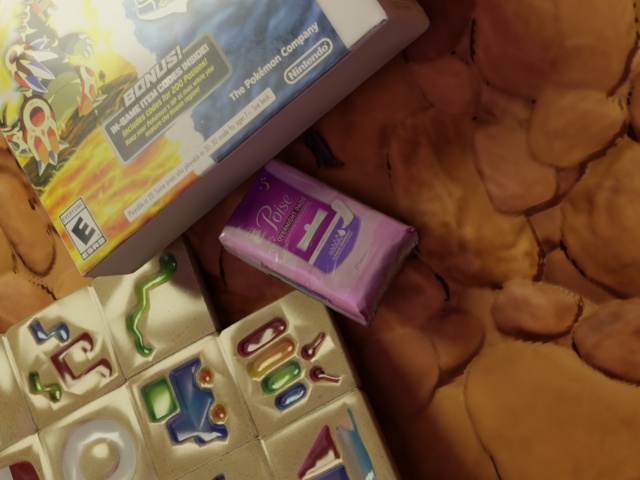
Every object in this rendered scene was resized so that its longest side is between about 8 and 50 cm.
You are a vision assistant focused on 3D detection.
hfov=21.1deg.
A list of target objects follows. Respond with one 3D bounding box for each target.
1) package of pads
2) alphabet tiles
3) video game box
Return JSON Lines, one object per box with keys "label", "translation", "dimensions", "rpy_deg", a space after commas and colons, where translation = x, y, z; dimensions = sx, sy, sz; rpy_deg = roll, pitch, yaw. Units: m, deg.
{"label": "package of pads", "translation": [0.000, 0.000, 0.802], "dimensions": [0.083, 0.032, 0.050], "rpy_deg": [28, 78, 18]}
{"label": "alphabet tiles", "translation": [-0.112, 0.172, 0.846], "dimensions": [0.343, 0.011, 0.285], "rpy_deg": [-29, 70, 19]}
{"label": "video game box", "translation": [-0.077, -0.115, 0.804], "dimensions": [0.205, 0.048, 0.187], "rpy_deg": [-39, 72, 25]}
